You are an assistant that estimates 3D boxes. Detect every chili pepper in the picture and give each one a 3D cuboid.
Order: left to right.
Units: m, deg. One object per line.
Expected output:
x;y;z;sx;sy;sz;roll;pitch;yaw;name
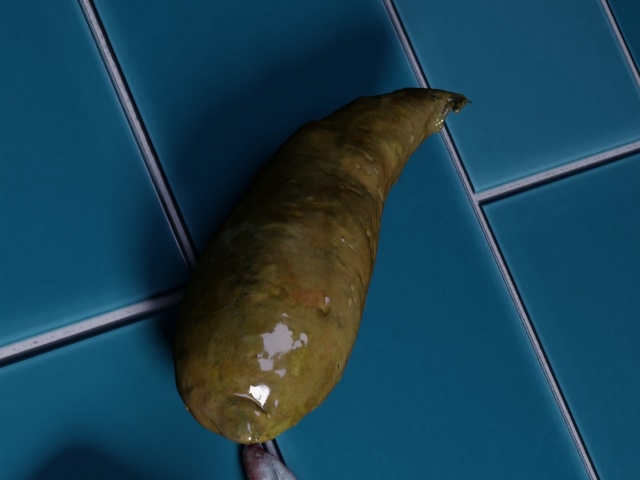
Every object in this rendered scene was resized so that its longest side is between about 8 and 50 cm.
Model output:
-0.017;0.208;1.115;0.050;0.041;0.153;59;12;-80;chili pepper

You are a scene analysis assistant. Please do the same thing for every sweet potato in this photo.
-0.004;-0.002;1.172;0.130;0.130;0.422;48;40;-15;sweet potato
